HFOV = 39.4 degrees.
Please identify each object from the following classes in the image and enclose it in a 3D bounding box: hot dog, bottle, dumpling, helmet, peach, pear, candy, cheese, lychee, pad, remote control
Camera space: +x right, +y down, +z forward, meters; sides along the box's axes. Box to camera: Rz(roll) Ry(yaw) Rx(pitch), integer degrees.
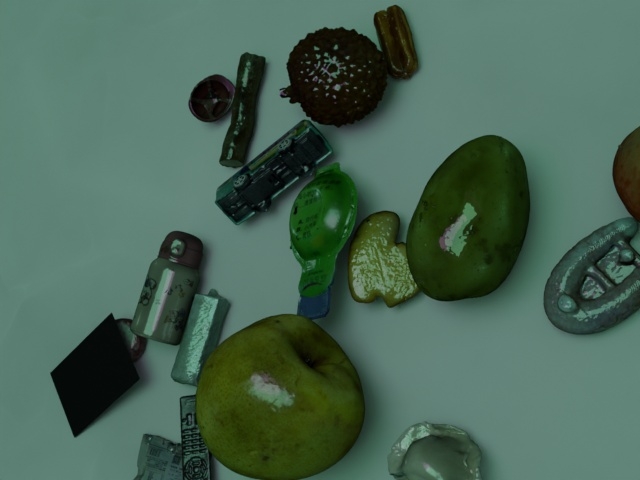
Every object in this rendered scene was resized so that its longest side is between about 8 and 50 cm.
[{"bbox_3d":[0.155,-0.403,1.824,0.071,0.045,0.165,-20,70,17],"label":"hot dog"},{"bbox_3d":[-0.314,0.096,1.874,0.109,0.110,0.233,14,83,27],"label":"bottle"},{"bbox_3d":[0.209,0.386,1.570,0.188,0.108,0.127,8,54,40],"label":"dumpling"},{"bbox_3d":[-0.240,-0.311,1.975,0.089,0.057,0.111,44,87,-8],"label":"helmet"},{"bbox_3d":[0.597,-0.095,1.455,0.232,0.232,0.233,-6,74,23],"label":"peach"},{"bbox_3d":[-0.083,0.294,1.620,0.303,0.304,0.304,-6,74,23],"label":"pear"},{"bbox_3d":[-0.427,0.219,1.930,0.103,0.043,0.103,-7,74,24],"label":"candy"},{"bbox_3d":[0.000,0.000,1.744,0.203,0.083,0.321,-16,62,48],"label":"cheese"},{"bbox_3d":[0.023,-0.325,1.789,0.238,0.200,0.200,-15,71,30],"label":"lychee"},{"bbox_3d":[-0.491,0.290,1.928,0.245,0.006,0.170,-42,64,26],"label":"pad"},{"bbox_3d":[-0.247,0.429,1.786,0.063,0.025,0.245,-11,68,15],"label":"remote control"}]

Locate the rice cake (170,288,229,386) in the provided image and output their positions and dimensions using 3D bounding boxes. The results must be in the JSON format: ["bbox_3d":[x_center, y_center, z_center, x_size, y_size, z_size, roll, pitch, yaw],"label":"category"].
[{"bbox_3d":[-0.245,0.200,1.841,0.069,0.063,0.207,16,84,25],"label":"rice cake"}]

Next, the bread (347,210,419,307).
[{"bbox_3d":[0.131,0.038,1.717,0.149,0.065,0.188,2,74,14],"label":"bread"}]

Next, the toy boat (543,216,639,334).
[{"bbox_3d":[0.481,0.065,1.532,0.227,0.085,0.155,-42,65,9],"label":"toy boat"}]

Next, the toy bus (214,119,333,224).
[{"bbox_3d":[-0.099,-0.143,1.837,0.261,0.091,0.109,-36,26,11],"label":"toy bus"}]

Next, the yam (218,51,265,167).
[{"bbox_3d":[-0.167,-0.280,1.931,0.061,0.061,0.253,6,79,26],"label":"yam"}]

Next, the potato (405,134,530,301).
[{"bbox_3d":[0.267,-0.034,1.588,0.215,0.216,0.304,22,79,27],"label":"potato"}]

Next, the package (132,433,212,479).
[{"bbox_3d":[-0.315,0.494,1.818,0.171,0.027,0.173,10,81,23],"label":"package"}]
